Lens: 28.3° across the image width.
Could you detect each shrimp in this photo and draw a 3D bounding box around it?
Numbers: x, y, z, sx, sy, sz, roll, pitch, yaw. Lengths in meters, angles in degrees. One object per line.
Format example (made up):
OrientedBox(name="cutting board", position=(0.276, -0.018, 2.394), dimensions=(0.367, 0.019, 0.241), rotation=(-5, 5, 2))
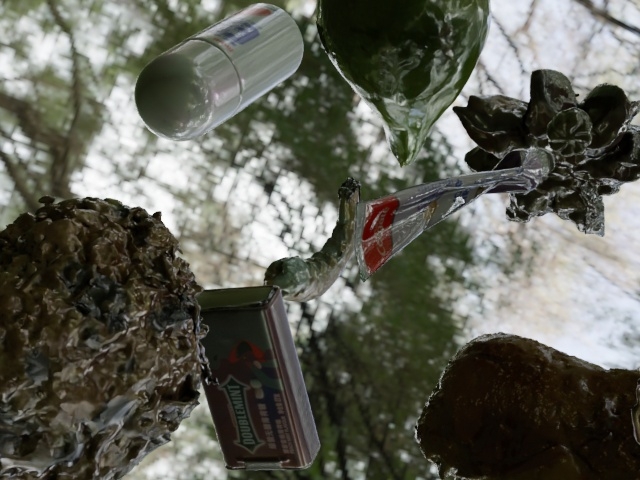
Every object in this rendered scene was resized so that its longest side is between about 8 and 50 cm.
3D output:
OrientedBox(name="shrimp", position=(0.000, 0.000, 1.594), dimensions=(0.049, 0.161, 0.166), rotation=(31, -70, 31))

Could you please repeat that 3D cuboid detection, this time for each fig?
OrientedBox(name="fig", position=(0.099, -0.204, 1.448), dimensions=(0.206, 0.206, 0.275), rotation=(-133, -149, -56))

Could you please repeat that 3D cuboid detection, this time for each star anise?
OrientedBox(name="star anise", position=(0.330, -0.111, 1.699), dimensions=(0.315, 0.315, 0.108), rotation=(-32, -156, 46))

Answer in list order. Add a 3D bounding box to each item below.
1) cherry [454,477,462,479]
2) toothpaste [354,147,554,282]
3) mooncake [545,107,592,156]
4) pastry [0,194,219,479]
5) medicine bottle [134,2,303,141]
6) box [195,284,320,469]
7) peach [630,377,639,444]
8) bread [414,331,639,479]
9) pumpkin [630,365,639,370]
OrientedBox(name="cherry", position=(0.222, 0.317, 1.599), dimensions=(0.106, 0.087, 0.126), rotation=(-17, -133, 6))
OrientedBox(name="toothpaste", position=(0.136, -0.042, 1.257), dimensions=(0.048, 0.301, 0.075), rotation=(44, -45, 23))
OrientedBox(name="mooncake", position=(0.328, -0.222, 1.392), dimensions=(0.347, 0.150, 0.057), rotation=(81, 8, -51))
OrientedBox(name="pastry", position=(-0.218, 0.086, 1.068), dimensions=(0.193, 0.274, 0.275), rotation=(37, -75, 49))
OrientedBox(name="medicine bottle", position=(-0.150, -0.243, 1.845), dimensions=(0.130, 0.130, 0.341), rotation=(-45, 180, 35))
OrientedBox(name="box", position=(-0.081, 0.164, 1.500), dimensions=(0.120, 0.224, 0.069), rotation=(-6, -155, 21))
OrientedBox(name="peach", position=(0.354, 0.180, 0.963), dimensions=(0.338, 0.281, 0.281), rotation=(-66, -150, 21))
OrientedBox(name="bread", position=(0.283, 0.211, 1.301), dimensions=(0.380, 0.109, 0.185), rotation=(13, -124, 35))
OrientedBox(name="pumpkin", position=(0.454, 0.264, 1.580), dimensions=(0.249, 0.216, 0.250), rotation=(8, -78, 43))
